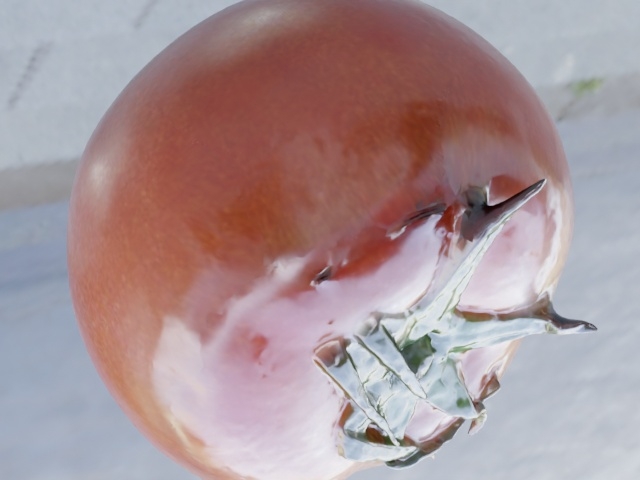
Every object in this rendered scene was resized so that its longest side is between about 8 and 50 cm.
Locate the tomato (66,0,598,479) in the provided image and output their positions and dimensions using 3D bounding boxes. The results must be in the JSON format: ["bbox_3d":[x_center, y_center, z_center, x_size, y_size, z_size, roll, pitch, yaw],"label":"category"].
[{"bbox_3d":[0.000,0.000,0.855,0.256,0.224,0.256,-27,149,-18],"label":"tomato"}]
